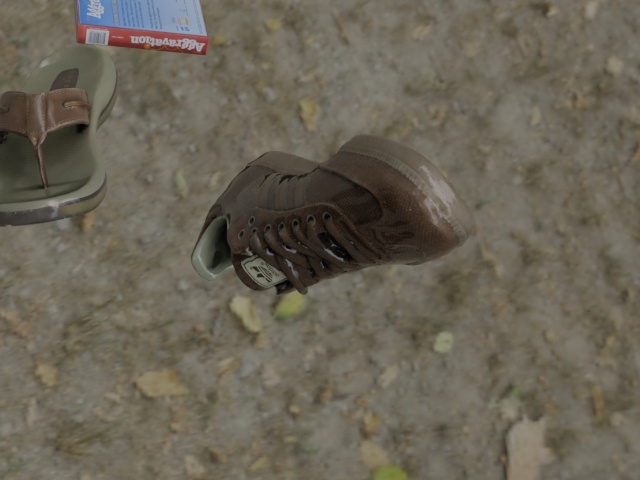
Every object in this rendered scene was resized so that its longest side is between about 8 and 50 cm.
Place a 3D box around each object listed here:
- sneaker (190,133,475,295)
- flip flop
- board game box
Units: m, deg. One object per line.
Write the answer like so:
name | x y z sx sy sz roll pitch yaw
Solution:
sneaker | 0.000 0.000 0.585 0.066 0.188 0.071 47 73 -18
flip flop | -0.225 -0.100 1.052 0.277 0.112 0.080 -87 170 -53
board game box | -0.218 -0.302 1.502 0.145 0.027 0.281 4 36 -16
